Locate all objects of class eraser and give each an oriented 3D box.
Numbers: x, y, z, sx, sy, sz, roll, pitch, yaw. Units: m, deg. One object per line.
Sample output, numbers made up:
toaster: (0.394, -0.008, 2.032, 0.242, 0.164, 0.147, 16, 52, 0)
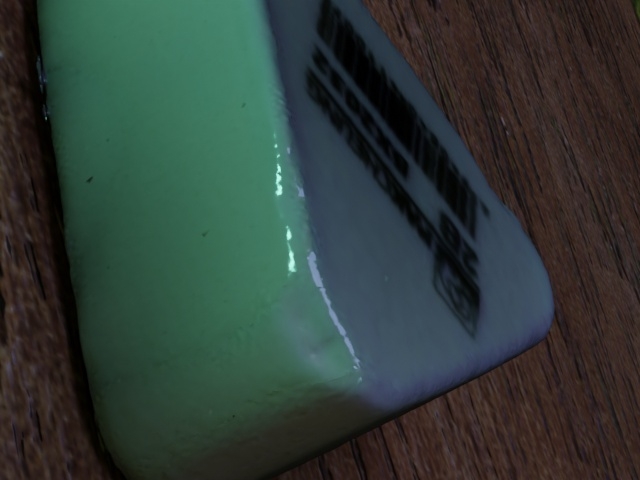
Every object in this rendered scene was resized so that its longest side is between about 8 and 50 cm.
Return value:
eraser: (0.000, 0.000, 1.054, 0.331, 0.150, 0.331, 50, 24, -32)
